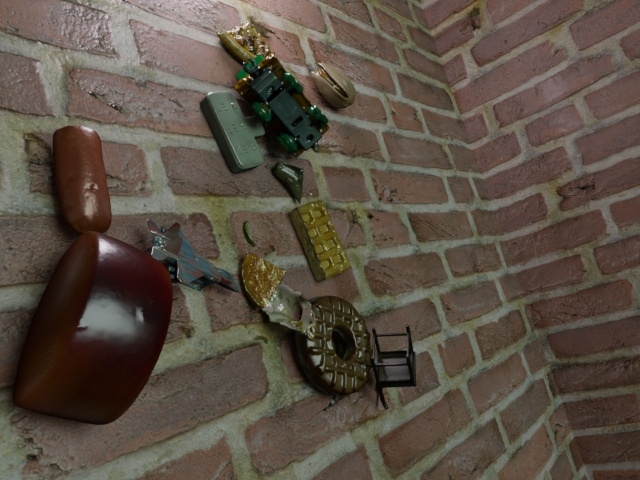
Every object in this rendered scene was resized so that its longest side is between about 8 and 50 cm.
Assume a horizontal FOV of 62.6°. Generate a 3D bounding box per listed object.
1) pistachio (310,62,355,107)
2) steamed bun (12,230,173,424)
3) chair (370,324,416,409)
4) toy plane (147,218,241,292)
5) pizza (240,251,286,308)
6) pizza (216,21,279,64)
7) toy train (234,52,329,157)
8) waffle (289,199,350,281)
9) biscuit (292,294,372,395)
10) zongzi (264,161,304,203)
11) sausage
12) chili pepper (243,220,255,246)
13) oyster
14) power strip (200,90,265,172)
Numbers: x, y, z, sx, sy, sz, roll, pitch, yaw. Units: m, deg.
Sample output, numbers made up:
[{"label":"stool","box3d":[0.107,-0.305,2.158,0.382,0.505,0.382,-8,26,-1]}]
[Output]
[{"label":"pistachio","box3d":[0.055,-0.642,2.193,0.223,0.126,0.152,38,12,-25]},{"label":"steamed bun","box3d":[-0.445,0.166,1.072,0.235,0.248,0.380,33,49,-34]},{"label":"chair","box3d":[0.247,0.425,1.761,0.155,0.141,0.260,-79,158,-50]},{"label":"toy plane","box3d":[-0.324,0.072,1.372,0.326,0.104,0.223,50,10,-45]},{"label":"pizza","box3d":[-0.168,0.117,1.558,0.134,0.046,0.175,-4,74,-12]},{"label":"pizza","box3d":[-0.253,-0.717,1.914,0.292,0.058,0.197,18,57,-44]},{"label":"toy train","box3d":[-0.137,-0.464,1.803,0.429,0.178,0.249,45,6,-42]},{"label":"waffle","box3d":[0.000,0.000,1.841,0.168,0.057,0.274,-23,90,-53]},{"label":"biscuit","box3d":[0.045,0.331,1.685,0.332,0.103,0.332,26,52,-39]},{"label":"zongzi","box3d":[-0.124,-0.202,1.809,0.154,0.062,0.131,13,73,-39]},{"label":"sausage","box3d":[-0.550,-0.131,1.216,0.113,0.113,0.259,4,67,-49]},{"label":"chili pepper","box3d":[-0.220,-0.021,1.623,0.030,0.017,0.083,-4,74,-52]},{"label":"oyster","box3d":[-0.088,0.206,1.566,0.072,0.208,0.133,80,34,-56]},{"label":"power strip","box3d":[-0.263,-0.358,1.714,0.193,0.059,0.265,-27,92,-52]}]
